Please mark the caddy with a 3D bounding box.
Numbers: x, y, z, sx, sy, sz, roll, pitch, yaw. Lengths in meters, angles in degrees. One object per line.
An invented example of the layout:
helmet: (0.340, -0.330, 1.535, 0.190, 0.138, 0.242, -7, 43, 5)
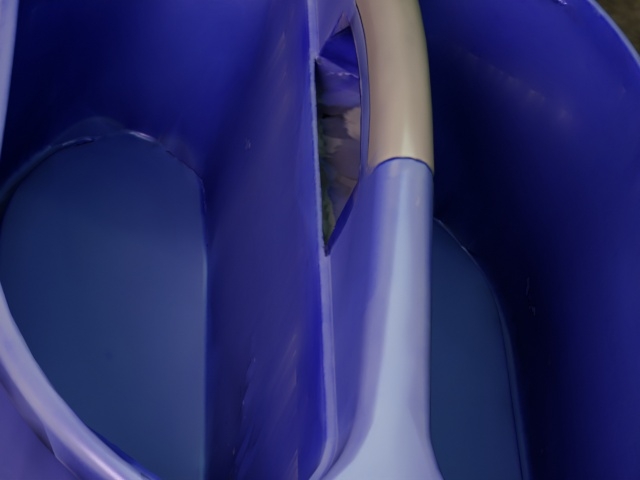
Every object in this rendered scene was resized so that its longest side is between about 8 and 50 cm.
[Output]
caddy: (0.000, 0.000, 0.643, 0.241, 0.179, 0.341, 11, 43, -14)
